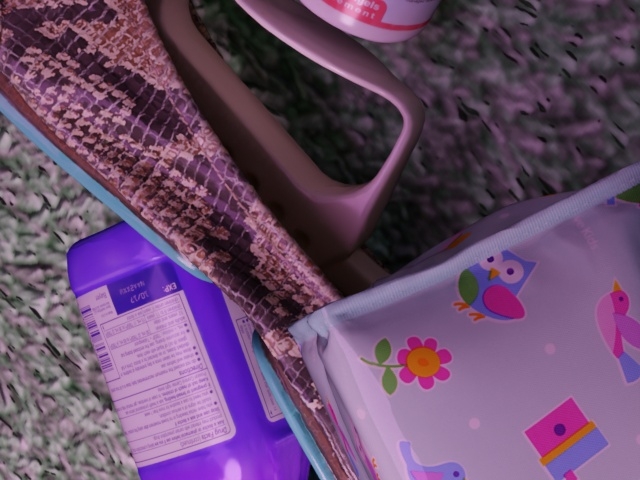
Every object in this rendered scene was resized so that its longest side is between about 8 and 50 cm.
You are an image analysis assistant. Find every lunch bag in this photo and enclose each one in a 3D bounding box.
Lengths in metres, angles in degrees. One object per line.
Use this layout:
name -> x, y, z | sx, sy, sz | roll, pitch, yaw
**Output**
lunch bag -> 0.149, 0.079, 0.827 | 0.160, 0.262, 0.223 | 136, 111, -82

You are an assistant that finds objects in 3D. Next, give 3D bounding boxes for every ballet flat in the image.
ballet flat -> 0.000, 0.000, 0.963 | 0.182, 0.164, 0.483 | -40, 87, 13

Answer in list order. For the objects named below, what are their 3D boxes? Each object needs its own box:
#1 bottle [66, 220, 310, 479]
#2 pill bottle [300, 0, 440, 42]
bottle -> -0.066, 0.117, 1.107 | 0.118, 0.092, 0.282 | -22, 88, 43
pill bottle -> 0.049, -0.190, 0.923 | 0.087, 0.087, 0.160 | 43, 126, 23
